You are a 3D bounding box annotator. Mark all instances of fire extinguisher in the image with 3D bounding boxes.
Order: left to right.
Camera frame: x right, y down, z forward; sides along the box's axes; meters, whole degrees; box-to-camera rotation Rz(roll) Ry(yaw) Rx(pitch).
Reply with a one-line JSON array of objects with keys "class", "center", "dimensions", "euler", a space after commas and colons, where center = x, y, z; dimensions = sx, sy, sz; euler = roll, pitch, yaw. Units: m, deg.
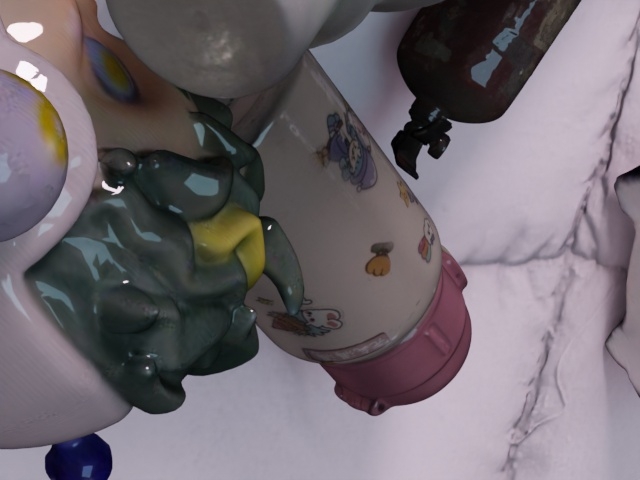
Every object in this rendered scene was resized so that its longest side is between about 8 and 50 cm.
[{"class": "fire extinguisher", "center": [0.112, -0.144, 0.745], "dimensions": [0.072, 0.089, 0.267], "euler": [36, 84, -12]}]

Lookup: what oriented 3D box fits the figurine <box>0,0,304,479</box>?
[{"class": "figurine", "center": [-0.156, -0.071, 0.460], "dimensions": [0.186, 0.261, 0.382], "euler": [-35, 120, 12]}]

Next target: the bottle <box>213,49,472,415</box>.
[{"class": "bottle", "center": [0.000, 0.000, 0.703], "dimensions": [0.110, 0.110, 0.233], "euler": [-50, 130, -11]}]

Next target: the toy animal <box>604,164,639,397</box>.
[{"class": "toy animal", "center": [0.369, 0.020, 0.933], "dimensions": [0.310, 0.251, 0.251], "euler": [-19, 120, -23]}]

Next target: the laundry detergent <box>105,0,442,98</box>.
[{"class": "laundry detergent", "center": [0.028, -0.212, 0.517], "dimensions": [0.264, 0.125, 0.398], "euler": [62, 40, -33]}]
